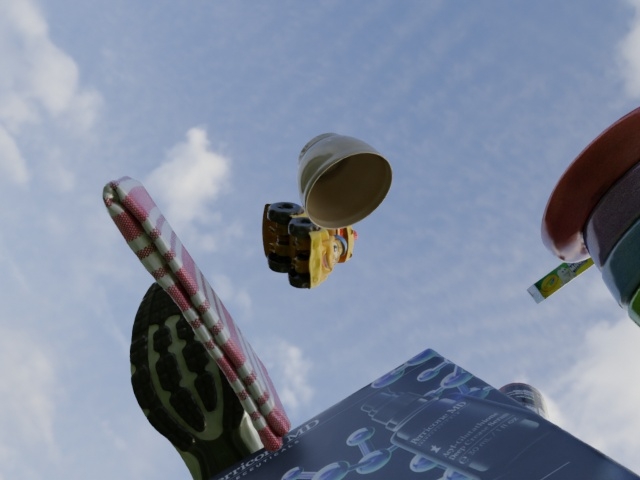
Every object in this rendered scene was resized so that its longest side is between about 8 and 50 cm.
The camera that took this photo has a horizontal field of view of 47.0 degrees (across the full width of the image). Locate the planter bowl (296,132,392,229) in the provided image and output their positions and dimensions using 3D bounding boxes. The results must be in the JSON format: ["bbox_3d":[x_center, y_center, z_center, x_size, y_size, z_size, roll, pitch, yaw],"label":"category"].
[{"bbox_3d":[0.027,-0.115,1.247,0.109,0.162,0.162,57,-40,38],"label":"planter bowl"}]

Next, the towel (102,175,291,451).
[{"bbox_3d":[-0.088,0.043,0.504,0.197,0.029,0.144,58,-7,-9],"label":"towel"}]

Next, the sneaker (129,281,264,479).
[{"bbox_3d":[-0.134,0.229,1.024,0.158,0.182,0.410,-18,-82,8],"label":"sneaker"}]

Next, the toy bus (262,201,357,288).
[{"bbox_3d":[0.000,0.000,1.620,0.220,0.212,0.149,35,-52,54],"label":"toy bus"}]

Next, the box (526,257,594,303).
[{"bbox_3d":[0.501,0.056,1.467,0.179,0.105,0.043,-34,-103,0],"label":"box"}]

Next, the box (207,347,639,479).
[{"bbox_3d":[0.079,0.282,0.586,0.211,0.294,0.395,62,-9,-9],"label":"box"}]

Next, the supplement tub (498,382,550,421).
[{"bbox_3d":[0.356,0.337,1.305,0.106,0.198,0.105,3,-76,11],"label":"supplement tub"}]

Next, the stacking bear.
[{"bbox_3d":[0.317,0.041,0.544,0.175,0.164,0.289,-40,-121,12],"label":"stacking bear"}]
